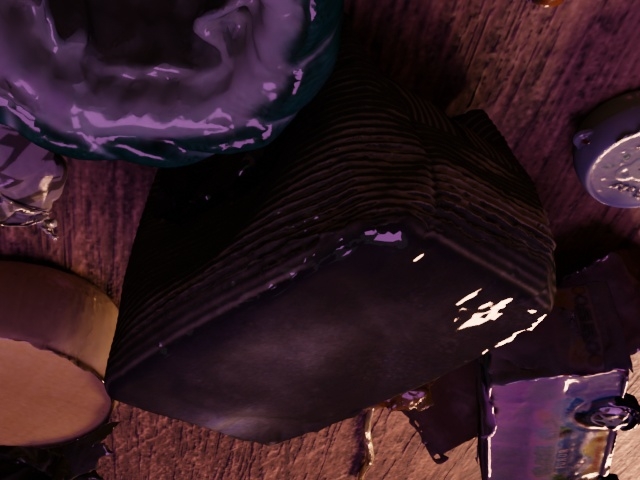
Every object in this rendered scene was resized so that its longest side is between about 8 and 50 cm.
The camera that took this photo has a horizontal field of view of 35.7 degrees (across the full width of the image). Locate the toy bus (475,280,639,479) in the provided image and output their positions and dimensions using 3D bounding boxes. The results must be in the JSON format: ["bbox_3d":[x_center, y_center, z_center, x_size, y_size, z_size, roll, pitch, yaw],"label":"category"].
[{"bbox_3d":[0.208,0.164,0.918,0.138,0.112,0.317,-8,140,4],"label":"toy bus"}]

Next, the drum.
[{"bbox_3d":[0.326,-0.112,0.832,0.130,0.049,0.253,25,134,-33],"label":"drum"}]

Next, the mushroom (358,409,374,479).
[{"bbox_3d":[0.067,0.267,1.333,0.026,0.028,0.286,-38,157,-30],"label":"mushroom"}]

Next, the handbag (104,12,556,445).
[{"bbox_3d":[0.000,0.000,0.787,0.341,0.240,0.247,-33,136,32],"label":"handbag"}]

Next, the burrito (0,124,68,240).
[{"bbox_3d":[-0.287,-0.142,0.681,0.139,0.101,0.445,-25,137,8],"label":"burrito"}]

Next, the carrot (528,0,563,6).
[{"bbox_3d":[0.194,-0.247,0.626,0.067,0.067,0.225,13,141,-22],"label":"carrot"}]

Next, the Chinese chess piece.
[{"bbox_3d":[-0.323,0.123,1.026,0.250,0.103,0.249,-2,143,-2],"label":"Chinese chess piece"}]

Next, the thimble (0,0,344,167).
[{"bbox_3d":[-0.111,-0.183,0.590,0.254,0.167,0.288,-5,144,-2],"label":"thimble"}]

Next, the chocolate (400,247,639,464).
[{"bbox_3d":[0.228,0.120,1.072,0.321,0.112,0.112,-38,166,34],"label":"chocolate"}]

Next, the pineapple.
[{"bbox_3d":[-0.360,0.320,1.266,0.166,0.165,0.364,7,133,-16],"label":"pineapple"}]

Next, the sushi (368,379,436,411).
[{"bbox_3d":[0.054,0.097,0.994,0.296,0.166,0.179,-39,126,22],"label":"sushi"}]
